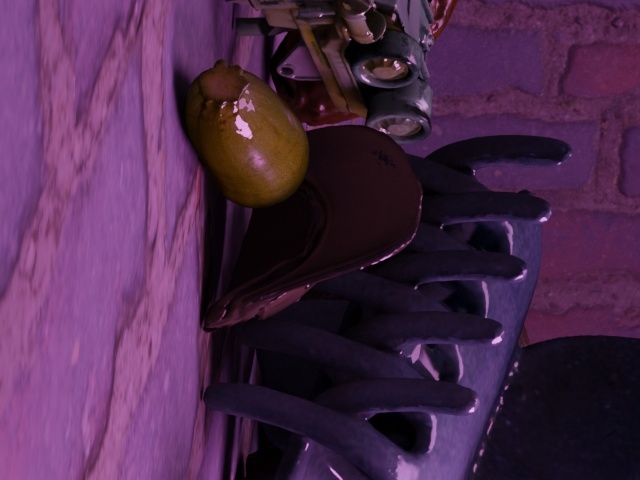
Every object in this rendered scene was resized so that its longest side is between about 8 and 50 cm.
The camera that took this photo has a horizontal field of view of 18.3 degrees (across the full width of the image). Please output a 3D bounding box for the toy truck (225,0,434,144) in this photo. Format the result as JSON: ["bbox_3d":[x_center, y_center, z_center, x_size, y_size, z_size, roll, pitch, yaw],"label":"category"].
[{"bbox_3d":[-0.002,-0.170,1.272,0.259,0.135,0.128,69,23,-64],"label":"toy truck"}]

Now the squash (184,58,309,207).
[{"bbox_3d":[-0.045,-0.064,1.172,0.201,0.066,0.066,63,31,-76],"label":"squash"}]

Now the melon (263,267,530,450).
[{"bbox_3d":[0.068,0.156,1.743,0.237,0.237,0.302,-51,148,-84],"label":"melon"}]

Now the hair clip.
[{"bbox_3d":[0.070,0.098,1.425,0.238,0.392,0.318,77,31,-42],"label":"hair clip"}]

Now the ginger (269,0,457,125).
[{"bbox_3d":[0.044,-0.249,1.615,0.165,0.172,0.321,33,54,-39],"label":"ginger"}]

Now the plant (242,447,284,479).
[{"bbox_3d":[0.034,0.230,1.569,0.142,0.203,0.131,-63,152,-58],"label":"plant"}]

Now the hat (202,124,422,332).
[{"bbox_3d":[0.000,0.000,1.286,0.085,0.175,0.147,33,59,-45],"label":"hat"}]
